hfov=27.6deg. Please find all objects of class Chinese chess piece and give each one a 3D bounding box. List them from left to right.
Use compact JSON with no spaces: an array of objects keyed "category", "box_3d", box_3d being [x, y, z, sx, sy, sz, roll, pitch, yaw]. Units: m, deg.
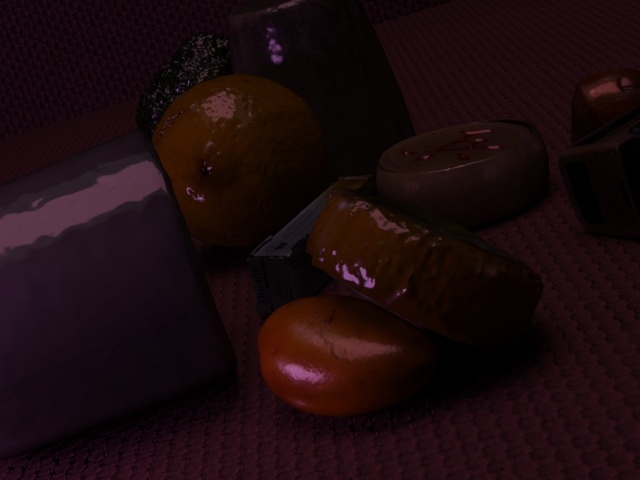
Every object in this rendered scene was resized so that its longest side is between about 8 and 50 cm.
[{"category":"Chinese chess piece","box_3d":[0.204,-0.095,1.873,0.250,0.103,0.250,-14,18,5]}]

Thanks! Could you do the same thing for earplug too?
[{"category":"earplug","box_3d":[-0.328,0.082,1.512,0.394,0.312,0.312,-22,18,-6]}]

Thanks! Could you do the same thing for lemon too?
[{"category":"lemon","box_3d":[-0.124,-0.122,1.993,0.293,0.293,0.293,-16,17,5]}]

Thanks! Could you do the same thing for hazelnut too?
[{"category":"hazelnut","box_3d":[0.419,-0.169,1.805,0.150,0.150,0.150,-16,17,5]}]

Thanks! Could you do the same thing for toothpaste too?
[{"category":"toothpaste","box_3d":[0.000,0.000,1.803,0.071,0.089,0.313,-1,22,26]}]

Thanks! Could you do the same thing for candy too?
[{"category":"candy","box_3d":[0.109,0.031,1.382,0.260,0.118,0.260,22,5,-2]}]

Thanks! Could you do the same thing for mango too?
[{"category":"mango","box_3d":[0.028,0.119,1.357,0.219,0.112,0.145,3,33,45]}]

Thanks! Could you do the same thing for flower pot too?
[{"category":"flower pot","box_3d":[-0.008,-0.261,2.212,0.294,0.330,0.293,-16,19,6]}]

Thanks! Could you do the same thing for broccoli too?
[{"category":"broccoli","box_3d":[-0.203,-0.213,2.410,0.284,0.321,0.304,17,-5,-18]}]

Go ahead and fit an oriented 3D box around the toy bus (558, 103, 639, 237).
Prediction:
[{"category":"toy bus","box_3d":[0.449,-0.117,1.647,0.290,0.139,0.157,-31,16,-27]}]
